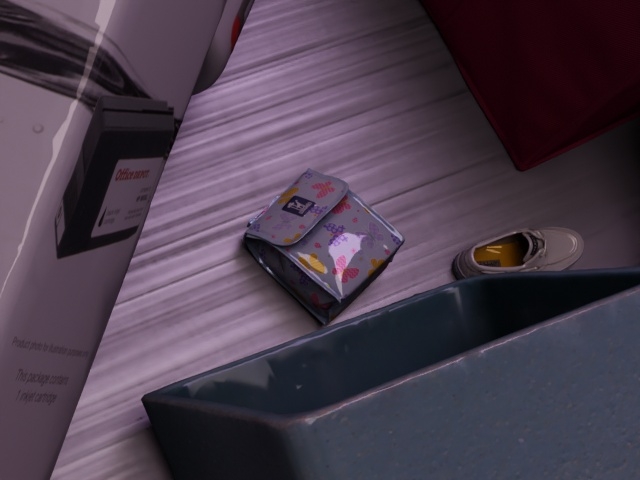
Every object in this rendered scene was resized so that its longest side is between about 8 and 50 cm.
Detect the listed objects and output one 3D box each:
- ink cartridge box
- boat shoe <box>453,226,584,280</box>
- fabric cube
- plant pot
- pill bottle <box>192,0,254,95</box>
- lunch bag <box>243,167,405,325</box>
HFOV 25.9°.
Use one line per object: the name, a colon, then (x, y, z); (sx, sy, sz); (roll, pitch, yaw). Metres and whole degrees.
ink cartridge box: (-0.229, -0.078, 0.696); (0.285, 0.166, 0.395); (19, 85, 8)
boat shoe: (0.142, 0.007, 0.958); (0.100, 0.035, 0.035); (-7, 73, -20)
fabric cube: (0.219, -0.244, 0.951); (0.254, 0.258, 0.259); (-27, 81, -23)
plant pot: (0.078, 0.170, 0.775); (0.247, 0.248, 0.252); (-18, 94, -23)
pill bottle: (-0.090, -0.249, 0.905); (0.161, 0.161, 0.283); (25, 65, -8)
lunch bag: (0.000, 0.000, 0.907); (0.083, 0.053, 0.071); (43, 63, 10)
